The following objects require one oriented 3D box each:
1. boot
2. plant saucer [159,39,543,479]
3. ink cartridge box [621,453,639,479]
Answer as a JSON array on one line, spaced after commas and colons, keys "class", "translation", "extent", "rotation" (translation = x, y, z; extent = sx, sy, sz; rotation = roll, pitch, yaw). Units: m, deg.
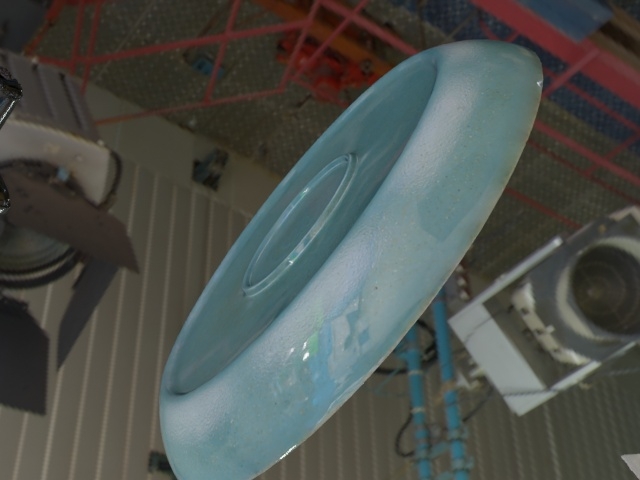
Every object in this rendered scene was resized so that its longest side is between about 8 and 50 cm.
[{"class": "boot", "translation": [-0.292, -0.095, 0.882], "extent": [0.121, 0.099, 0.045], "rotation": [44, -164, 27]}, {"class": "plant saucer", "translation": [0.000, 0.000, 0.585], "extent": [0.044, 0.317, 0.317], "rotation": [39, -141, -12]}, {"class": "ink cartridge box", "translation": [0.376, 0.249, 0.898], "extent": [0.179, 0.045, 0.145], "rotation": [2, -157, -13]}]
